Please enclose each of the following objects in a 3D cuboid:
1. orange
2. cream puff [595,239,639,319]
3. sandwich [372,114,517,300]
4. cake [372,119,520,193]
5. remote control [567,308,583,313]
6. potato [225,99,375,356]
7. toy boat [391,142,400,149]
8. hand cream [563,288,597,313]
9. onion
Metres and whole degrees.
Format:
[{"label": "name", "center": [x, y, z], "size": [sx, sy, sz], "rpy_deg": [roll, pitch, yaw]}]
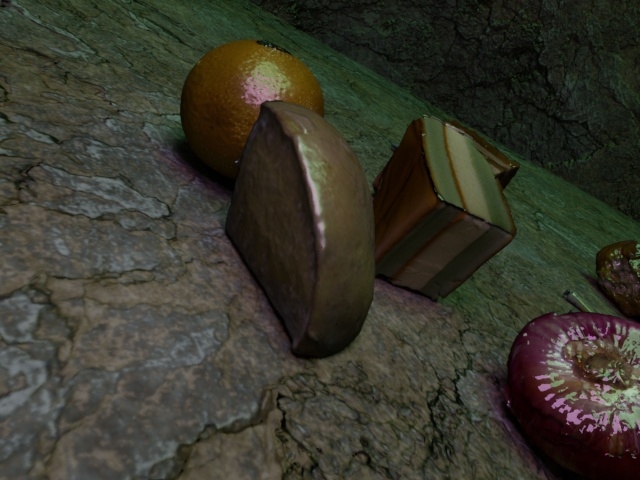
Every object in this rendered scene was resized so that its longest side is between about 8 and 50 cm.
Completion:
[{"label": "orange", "center": [-0.104, -0.199, 0.780], "size": [0.236, 0.236, 0.236], "rpy_deg": [24, 27, -13]}, {"label": "cream puff", "center": [0.808, 0.112, 1.245], "size": [0.241, 0.155, 0.269], "rpy_deg": [-8, 52, -44]}, {"label": "sandwich", "center": [0.166, -0.048, 0.800], "size": [0.155, 0.198, 0.227], "rpy_deg": [23, 41, -17]}, {"label": "cake", "center": [0.245, -0.117, 1.024], "size": [0.196, 0.199, 0.293], "rpy_deg": [45, 34, 17]}, {"label": "remote control", "center": [0.527, 0.236, 0.863], "size": [0.123, 0.038, 0.285], "rpy_deg": [20, 30, -17]}, {"label": "potato", "center": [0.025, -0.020, 0.620], "size": [0.211, 0.189, 0.264], "rpy_deg": [7, 34, -39]}, {"label": "toy boat", "center": [0.319, -0.203, 1.392], "size": [0.206, 0.096, 0.282], "rpy_deg": [9, 20, -48]}, {"label": "hand cream", "center": [0.572, 0.146, 1.083], "size": [0.102, 0.022, 0.035], "rpy_deg": [44, 29, 15]}, {"label": "onion", "center": [0.344, 0.198, 0.623], "size": [0.230, 0.163, 0.230], "rpy_deg": [-10, 40, 8]}]
